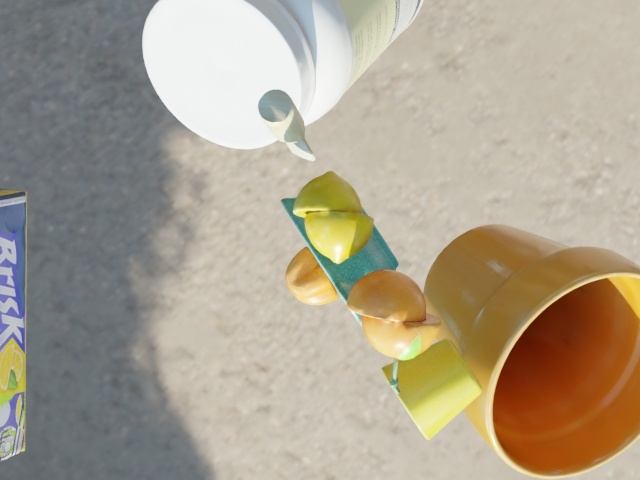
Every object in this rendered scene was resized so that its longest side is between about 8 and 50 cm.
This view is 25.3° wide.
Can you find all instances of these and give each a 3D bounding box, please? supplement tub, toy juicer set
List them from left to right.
[{"bbox_3d":[-0.036,-0.271,1.649,0.235,0.325,0.235,17,130,21],"label":"supplement tub"},{"bbox_3d":[0.000,0.000,1.156,0.089,0.329,0.209,-33,148,1],"label":"toy juicer set"}]

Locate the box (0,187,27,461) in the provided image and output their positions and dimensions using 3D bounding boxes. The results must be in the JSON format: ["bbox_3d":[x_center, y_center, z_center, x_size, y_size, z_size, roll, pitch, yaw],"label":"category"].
[{"bbox_3d":[-0.217,0.052,0.872,0.054,0.059,0.168,6,100,22],"label":"box"}]

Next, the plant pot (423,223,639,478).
[{"bbox_3d":[0.191,0.079,1.289,0.188,0.205,0.205,-135,34,-53],"label":"plant pot"}]
